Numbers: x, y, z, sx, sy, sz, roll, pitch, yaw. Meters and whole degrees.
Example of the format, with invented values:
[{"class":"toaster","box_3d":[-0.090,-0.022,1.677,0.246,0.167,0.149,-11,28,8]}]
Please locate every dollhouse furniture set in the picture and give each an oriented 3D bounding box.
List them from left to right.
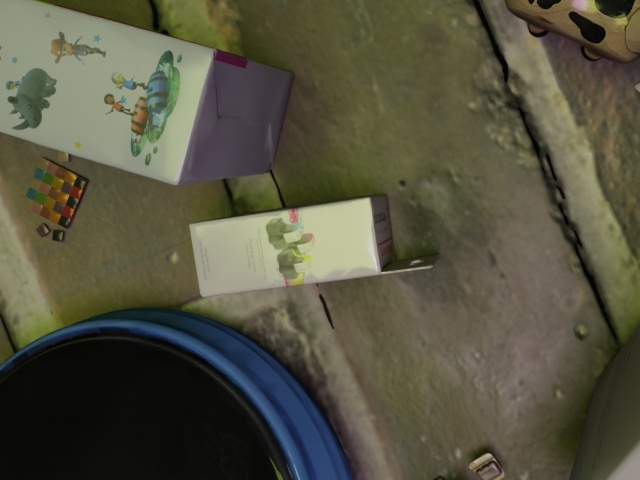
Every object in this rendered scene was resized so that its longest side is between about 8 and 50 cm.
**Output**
[{"class":"dollhouse furniture set","box_3d":[0.130,0.247,0.732,0.091,0.081,0.114,-35,87,12]}]

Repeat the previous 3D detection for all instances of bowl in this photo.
[{"class":"bowl","box_3d":[-0.161,0.251,0.750,0.391,0.077,0.391,-3,82,19]}]

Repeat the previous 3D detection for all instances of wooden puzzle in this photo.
[{"class":"wooden puzzle","box_3d":[-0.241,-0.042,0.826,0.049,0.006,0.083,26,99,9]}]

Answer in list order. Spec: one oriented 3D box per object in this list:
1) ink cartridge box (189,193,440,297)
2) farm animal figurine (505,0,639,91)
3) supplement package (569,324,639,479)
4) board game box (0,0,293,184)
[{"class":"ink cartridge box","box_3d":[0.000,0.000,0.729,0.181,0.104,0.062,-7,93,11]},{"class":"farm animal figurine","box_3d":[0.318,-0.155,0.617,0.330,0.172,0.327,-25,89,12]},{"class":"supplement package","box_3d":[0.303,0.098,0.574,0.177,0.175,0.293,28,132,9]},{"class":"board game box","box_3d":[-0.197,-0.130,0.700,0.303,0.224,0.098,15,98,10]}]
